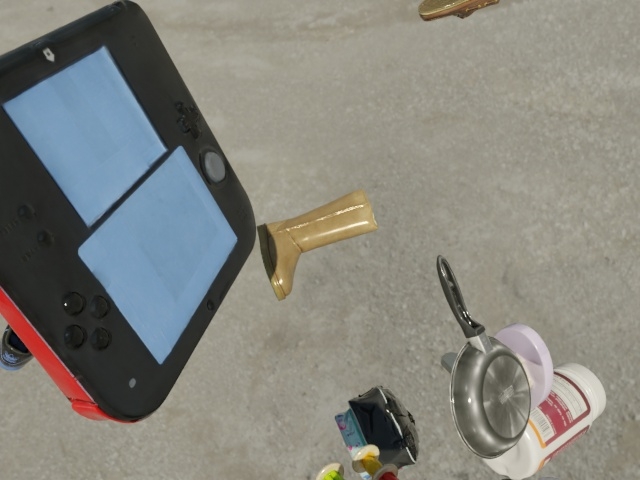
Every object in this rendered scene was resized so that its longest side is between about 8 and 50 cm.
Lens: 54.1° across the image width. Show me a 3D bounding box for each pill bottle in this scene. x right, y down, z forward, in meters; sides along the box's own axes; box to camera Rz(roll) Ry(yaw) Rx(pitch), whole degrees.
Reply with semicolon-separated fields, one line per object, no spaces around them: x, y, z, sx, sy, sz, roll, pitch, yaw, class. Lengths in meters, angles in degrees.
0.649;0.515;1.844;0.392;0.223;0.224;-17;26;-35;pill bottle

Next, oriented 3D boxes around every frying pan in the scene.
0.279;0.189;1.026;0.053;0.197;0.325;-13;74;49;frying pan

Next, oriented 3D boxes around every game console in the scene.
-0.203;-0.047;0.655;0.060;0.341;0.386;-11;29;22;game console

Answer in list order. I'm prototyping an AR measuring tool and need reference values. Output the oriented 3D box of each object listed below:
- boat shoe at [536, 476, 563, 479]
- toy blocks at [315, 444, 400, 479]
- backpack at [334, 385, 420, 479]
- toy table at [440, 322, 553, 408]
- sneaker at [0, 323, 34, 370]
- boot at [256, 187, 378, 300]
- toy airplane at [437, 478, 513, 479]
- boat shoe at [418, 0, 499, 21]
0.620;0.678;1.537;0.095;0.084;0.258;-17;15;-14;boat shoe
0.080;0.387;0.943;0.123;0.054;0.148;-17;29;-27;toy blocks
0.162;0.504;1.652;0.191;0.253;0.225;-29;73;12;backpack
0.427;0.334;1.484;0.161;0.274;0.252;-26;37;-23;toy table
-0.490;0.123;1.120;0.090;0.081;0.232;-34;30;49;sneaker
0.000;0.000;1.412;0.270;0.089;0.236;-18;48;1;boot
0.422;0.813;1.592;0.272;0.387;0.384;-149;73;-78;toy airplane
0.277;-0.462;1.225;0.178;0.060;0.064;-22;46;-4;boat shoe
